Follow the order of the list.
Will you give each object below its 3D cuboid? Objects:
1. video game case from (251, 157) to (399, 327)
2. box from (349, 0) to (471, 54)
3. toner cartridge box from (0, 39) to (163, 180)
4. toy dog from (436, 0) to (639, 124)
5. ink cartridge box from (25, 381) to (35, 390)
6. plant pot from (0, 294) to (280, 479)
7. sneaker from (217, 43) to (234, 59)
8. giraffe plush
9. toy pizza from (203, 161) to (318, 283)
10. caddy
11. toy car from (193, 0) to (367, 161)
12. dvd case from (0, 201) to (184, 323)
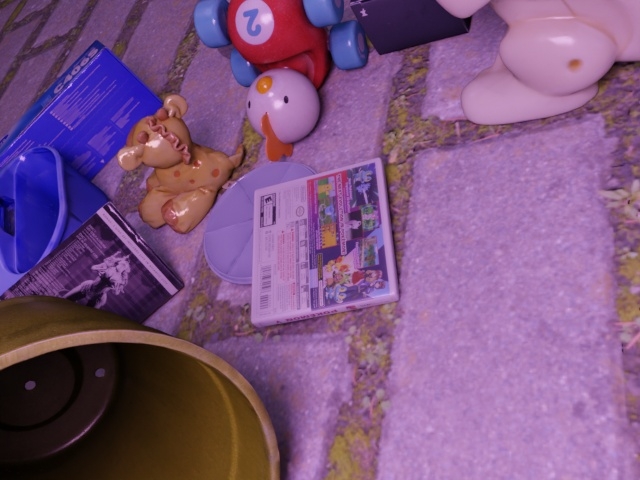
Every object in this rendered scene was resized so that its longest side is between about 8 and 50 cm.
[{"bbox_3d":[0.000,0.000,0.756,0.183,0.023,0.201,-13,56,17],"label":"video game case"},{"bbox_3d":[0.151,-0.406,0.911,0.153,0.108,0.207,-2,59,34],"label":"box"},{"bbox_3d":[-0.499,-0.214,1.200,0.348,0.165,0.075,-47,43,-3],"label":"toner cartridge box"},{"bbox_3d":[0.241,-0.341,0.586,0.395,0.408,0.285,16,70,42],"label":"toy dog"},{"bbox_3d":[-0.465,0.223,0.910,0.143,0.090,0.092,22,73,44],"label":"ink cartridge box"},{"bbox_3d":[-0.289,0.217,0.637,0.367,0.366,0.353,-55,34,-11],"label":"plant pot"},{"bbox_3d":[-0.087,-0.437,1.121,0.226,0.086,0.164,1,62,37],"label":"sneaker"},{"bbox_3d":[-0.235,-0.127,0.941,0.210,0.170,0.182,-8,55,31],"label":"giraffe plush"},{"bbox_3d":[-0.077,-0.025,0.849,0.201,0.032,0.201,-15,54,21],"label":"toy pizza"},{"bbox_3d":[-0.505,-0.014,1.037,0.241,0.179,0.341,-35,49,10],"label":"caddy"},{"bbox_3d":[-0.063,-0.239,0.895,0.219,0.210,0.238,-3,69,22],"label":"toy car"},{"bbox_3d":[-0.340,0.075,0.892,0.221,0.164,0.018,-40,8,6],"label":"dvd case"}]
